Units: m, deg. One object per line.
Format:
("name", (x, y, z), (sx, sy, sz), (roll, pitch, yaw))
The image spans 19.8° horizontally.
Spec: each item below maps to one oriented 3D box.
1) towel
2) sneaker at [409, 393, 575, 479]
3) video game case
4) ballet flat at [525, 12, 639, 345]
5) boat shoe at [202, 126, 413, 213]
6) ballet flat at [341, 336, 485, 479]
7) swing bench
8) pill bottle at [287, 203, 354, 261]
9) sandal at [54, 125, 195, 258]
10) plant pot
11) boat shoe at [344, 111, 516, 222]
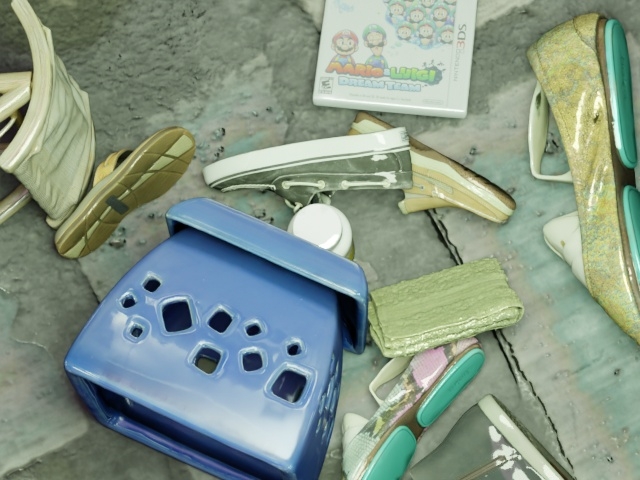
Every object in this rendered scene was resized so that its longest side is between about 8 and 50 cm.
("towel", (0.118, 0.067, 1.796), (0.148, 0.110, 0.027), (-18, 121, -1))
("sneaker", (0.193, 0.266, 1.760), (0.118, 0.083, 0.222), (-42, 80, 7))
("video game case", (0.077, -0.197, 1.877), (0.157, 0.019, 0.143), (5, 66, 4))
("ballet flat", (0.267, -0.051, 1.811), (0.123, 0.123, 0.348), (-8, 78, 1))
("boat shoe", (-0.015, -0.063, 1.820), (0.219, 0.078, 0.070), (-8, 92, 22))
("ballet flat", (0.072, 0.171, 1.787), (0.079, 0.077, 0.221), (28, 72, 31))
("swing bench", (-0.344, -0.085, 1.768), (0.255, 0.253, 0.165), (-21, 77, -1))
("pill bottle", (0.000, 0.000, 1.800), (0.065, 0.116, 0.065), (-1, 77, 3))
("sandal", (-0.205, -0.056, 1.857), (0.180, 0.072, 0.049), (-43, 57, -2))
("plant pot", (-0.080, 0.101, 1.728), (0.236, 0.236, 0.212), (24, 74, 9))
("boat shoe", (0.104, -0.056, 1.841), (0.190, 0.068, 0.072), (30, 94, 21))
